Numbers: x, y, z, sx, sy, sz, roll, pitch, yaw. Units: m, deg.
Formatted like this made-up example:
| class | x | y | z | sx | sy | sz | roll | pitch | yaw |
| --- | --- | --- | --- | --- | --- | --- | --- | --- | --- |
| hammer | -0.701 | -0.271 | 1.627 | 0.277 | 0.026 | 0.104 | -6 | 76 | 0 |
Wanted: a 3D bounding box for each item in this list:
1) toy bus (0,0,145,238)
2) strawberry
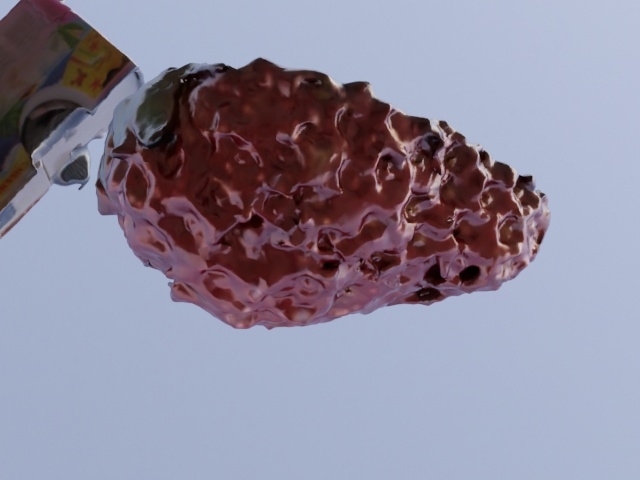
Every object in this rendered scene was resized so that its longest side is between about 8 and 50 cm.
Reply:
| class | x | y | z | sx | sy | sz | roll | pitch | yaw |
| --- | --- | --- | --- | --- | --- | --- | --- | --- | --- |
| toy bus | -0.249 | -0.046 | 1.220 | 0.112 | 0.090 | 0.274 | 43 | -102 | 6 |
| strawberry | 0.000 | 0.000 | 0.884 | 0.237 | 0.190 | 0.111 | 15 | -111 | -15 |
